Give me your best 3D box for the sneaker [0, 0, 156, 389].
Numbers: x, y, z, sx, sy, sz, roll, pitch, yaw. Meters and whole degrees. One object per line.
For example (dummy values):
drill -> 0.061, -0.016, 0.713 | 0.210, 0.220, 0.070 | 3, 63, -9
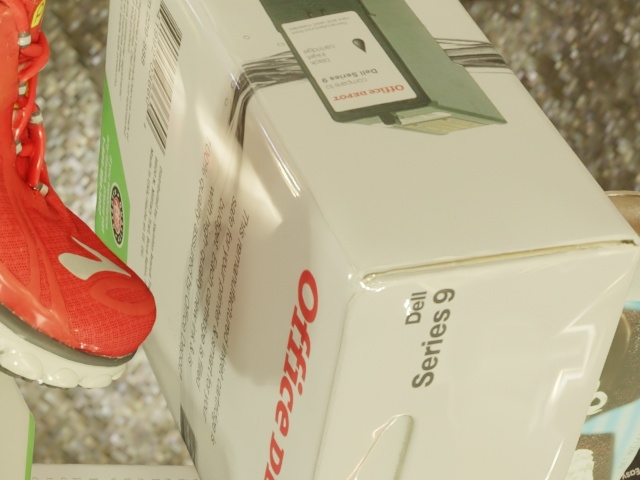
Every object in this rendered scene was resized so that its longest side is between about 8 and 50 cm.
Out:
sneaker -> -0.130, -0.051, 0.653 | 0.279, 0.118, 0.107 | 50, 179, -39

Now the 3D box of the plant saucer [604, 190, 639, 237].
plant saucer -> 0.290, 0.100, 1.653 | 0.310, 0.311, 0.050 | 31, 150, 5

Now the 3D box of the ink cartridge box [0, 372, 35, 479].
ink cartridge box -> -0.281, 0.135, 0.852 | 0.272, 0.198, 0.115 | -20, 117, 4

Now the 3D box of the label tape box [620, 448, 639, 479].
label tape box -> 0.336, 0.251, 1.405 | 0.240, 0.334, 0.106 | -26, 150, 17

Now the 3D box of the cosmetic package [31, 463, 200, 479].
cosmetic package -> -0.156, 0.295, 1.366 | 0.453, 0.230, 0.161 | 4, 124, -28

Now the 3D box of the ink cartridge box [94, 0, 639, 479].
ink cartridge box -> 0.000, 0.000, 0.795 | 0.289, 0.121, 0.211 | -119, 30, -45

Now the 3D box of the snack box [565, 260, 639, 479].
snack box -> 0.099, 0.138, 1.151 | 0.187, 0.060, 0.322 | 3, 129, -28
